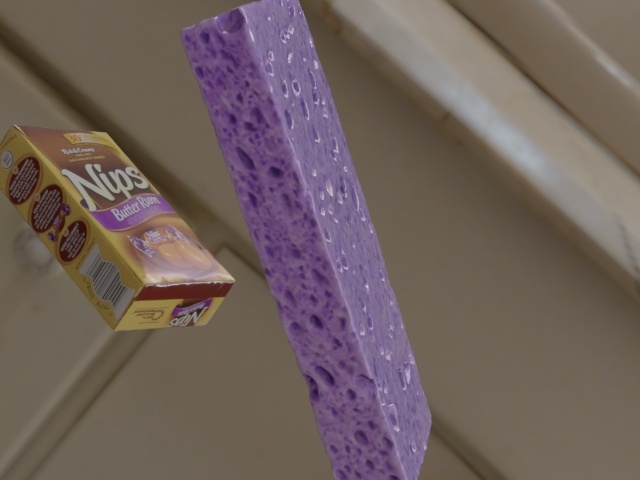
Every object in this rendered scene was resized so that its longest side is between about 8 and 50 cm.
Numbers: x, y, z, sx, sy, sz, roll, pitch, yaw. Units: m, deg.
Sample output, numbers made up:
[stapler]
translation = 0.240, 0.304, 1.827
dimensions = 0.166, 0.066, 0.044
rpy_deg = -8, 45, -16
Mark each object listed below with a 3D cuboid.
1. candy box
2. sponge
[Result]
[candy box]
translation = -0.165, -0.012, 1.240
dimensions = 0.186, 0.053, 0.109
rpy_deg = 46, 25, 26
[sponge]
translation = 0.000, 0.000, 0.676
dimensions = 0.117, 0.031, 0.210
rpy_deg = -55, 128, -74
